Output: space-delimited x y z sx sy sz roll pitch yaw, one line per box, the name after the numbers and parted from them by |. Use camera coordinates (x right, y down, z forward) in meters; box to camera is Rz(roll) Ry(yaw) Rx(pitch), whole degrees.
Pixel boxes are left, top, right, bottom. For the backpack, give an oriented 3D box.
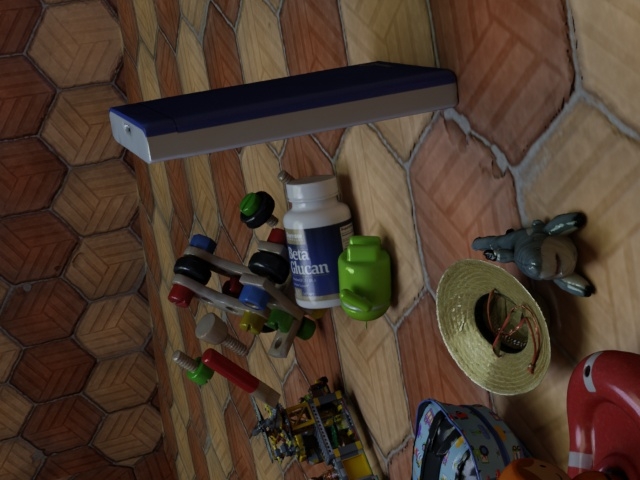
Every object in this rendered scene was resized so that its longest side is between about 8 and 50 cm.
0.159 0.240 1.086 0.158 0.117 0.173 -129 31 -56 | backpack

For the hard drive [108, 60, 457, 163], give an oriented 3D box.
-0.046 -0.141 1.125 0.210 0.319 0.040 -149 49 -67 | hard drive

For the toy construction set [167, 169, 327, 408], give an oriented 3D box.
-0.074 0.114 1.573 0.257 0.237 0.309 -28 38 33 | toy construction set

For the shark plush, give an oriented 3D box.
0.177 0.002 0.951 0.161 0.067 0.073 -139 40 -62 | shark plush

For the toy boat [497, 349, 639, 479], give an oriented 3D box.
0.203 0.196 0.803 0.151 0.151 0.231 156 125 -72 | toy boat

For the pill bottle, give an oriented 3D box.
0.000 0.000 1.449 0.094 0.094 0.169 -159 58 -69 | pill bottle

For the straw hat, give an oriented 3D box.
0.180 0.074 1.003 0.144 0.061 0.144 31 131 44 | straw hat

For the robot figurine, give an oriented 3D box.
0.057 0.052 1.356 0.101 0.067 0.115 -77 -15 -62 | robot figurine

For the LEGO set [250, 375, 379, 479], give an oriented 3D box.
-0.026 0.388 1.603 0.255 0.192 0.331 113 140 -67 | LEGO set
